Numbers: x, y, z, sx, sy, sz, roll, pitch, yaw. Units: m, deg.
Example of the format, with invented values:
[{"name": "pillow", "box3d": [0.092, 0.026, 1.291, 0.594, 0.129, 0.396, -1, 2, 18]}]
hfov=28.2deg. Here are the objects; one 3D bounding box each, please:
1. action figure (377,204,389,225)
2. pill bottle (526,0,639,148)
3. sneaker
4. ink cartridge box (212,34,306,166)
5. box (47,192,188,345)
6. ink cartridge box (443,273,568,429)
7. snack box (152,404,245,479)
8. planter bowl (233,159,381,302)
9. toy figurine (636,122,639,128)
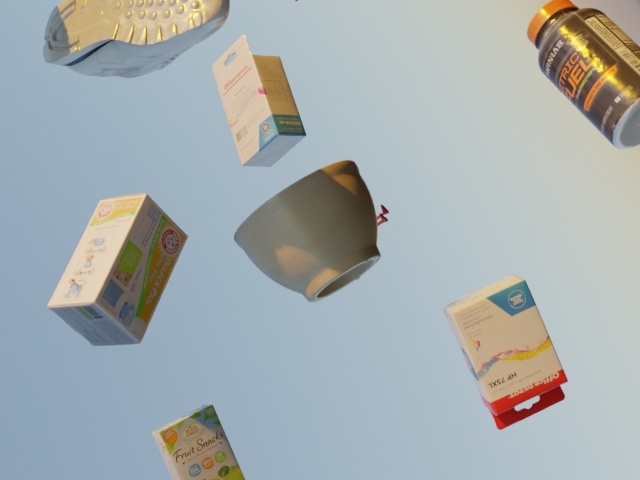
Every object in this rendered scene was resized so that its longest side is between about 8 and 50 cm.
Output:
[{"name": "action figure", "box3d": [0.055, -0.017, 1.988, 0.030, 0.115, 0.038, 39, -147, -26]}, {"name": "pill bottle", "box3d": [0.417, -0.261, 1.925, 0.246, 0.130, 0.130, 53, -165, 31]}, {"name": "sneaker", "box3d": [-0.165, -0.208, 1.240, 0.095, 0.235, 0.090, 25, -111, -46]}, {"name": "ink cartridge box", "box3d": [-0.098, -0.218, 1.992, 0.061, 0.104, 0.181, -2, -114, -41]}, {"name": "box", "box3d": [-0.300, 0.044, 1.912, 0.114, 0.103, 0.203, 48, -131, -38]}, {"name": "ink cartridge box", "box3d": [0.307, 0.188, 2.063, 0.078, 0.134, 0.231, -141, 26, -82]}, {"name": "snack box", "box3d": [-0.187, 0.339, 1.978, 0.100, 0.037, 0.141, -25, -85, -30]}, {"name": "planter bowl", "box3d": [0.000, 0.000, 1.420, 0.109, 0.162, 0.162, 57, -162, 11]}, {"name": "toy figurine", "box3d": [0.543, -0.271, 1.566, 0.217, 0.191, 0.362, 20, -125, 0]}]
